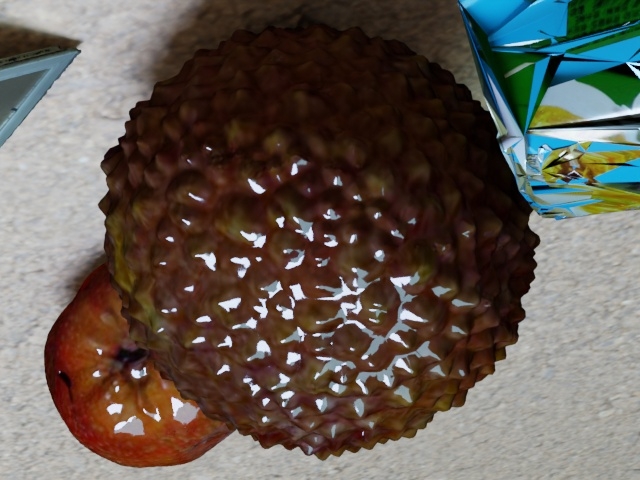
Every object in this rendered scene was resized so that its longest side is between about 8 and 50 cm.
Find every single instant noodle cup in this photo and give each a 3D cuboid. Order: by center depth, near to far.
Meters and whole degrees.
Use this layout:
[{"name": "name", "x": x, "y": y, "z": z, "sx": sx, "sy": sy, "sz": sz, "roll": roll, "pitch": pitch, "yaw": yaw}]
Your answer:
[{"name": "instant noodle cup", "x": 0.191, "y": -0.117, "z": 1.046, "sx": 0.178, "sy": 0.240, "sz": 0.240, "roll": -13, "pitch": 151, "yaw": 19}]

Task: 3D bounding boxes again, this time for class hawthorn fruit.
[{"name": "hawthorn fruit", "x": -0.116, "y": 0.087, "z": 1.358, "sx": 0.173, "sy": 0.173, "sz": 0.179, "roll": -33, "pitch": 170, "yaw": 33}]

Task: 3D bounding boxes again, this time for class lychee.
[{"name": "lychee", "x": 0.000, "y": 0.000, "z": 1.116, "sx": 0.276, "sy": 0.275, "sz": 0.304, "roll": 1, "pitch": 176, "yaw": -20}]

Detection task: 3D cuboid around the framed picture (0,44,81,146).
[{"name": "framed picture", "x": -0.292, "y": -0.029, "z": 1.135, "sx": 0.217, "sy": 0.017, "sz": 0.274, "roll": -22, "pitch": 166, "yaw": -49}]
